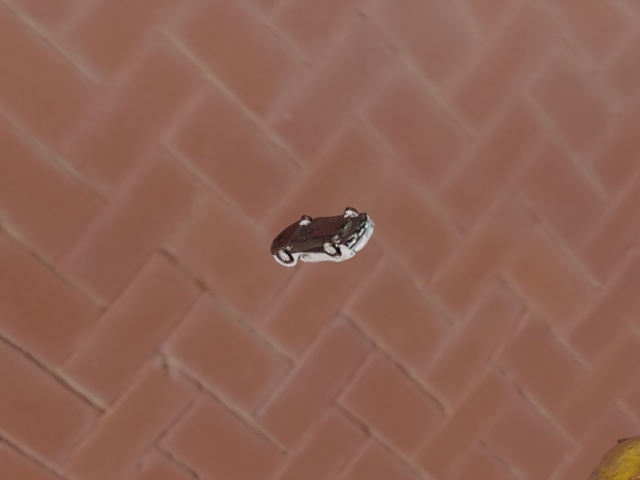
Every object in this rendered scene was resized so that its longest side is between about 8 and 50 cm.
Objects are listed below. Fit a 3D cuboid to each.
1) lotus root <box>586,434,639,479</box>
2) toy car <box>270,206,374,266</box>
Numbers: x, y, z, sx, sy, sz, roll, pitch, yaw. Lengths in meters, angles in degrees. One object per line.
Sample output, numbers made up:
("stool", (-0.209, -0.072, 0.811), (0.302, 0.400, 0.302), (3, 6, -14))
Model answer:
("lotus root", (0.334, 0.288, 1.583), (0.193, 0.193, 0.291), (-45, 156, -10))
("toy car", (0.000, 0.000, 1.158), (0.025, 0.093, 0.041), (53, 55, -23))
